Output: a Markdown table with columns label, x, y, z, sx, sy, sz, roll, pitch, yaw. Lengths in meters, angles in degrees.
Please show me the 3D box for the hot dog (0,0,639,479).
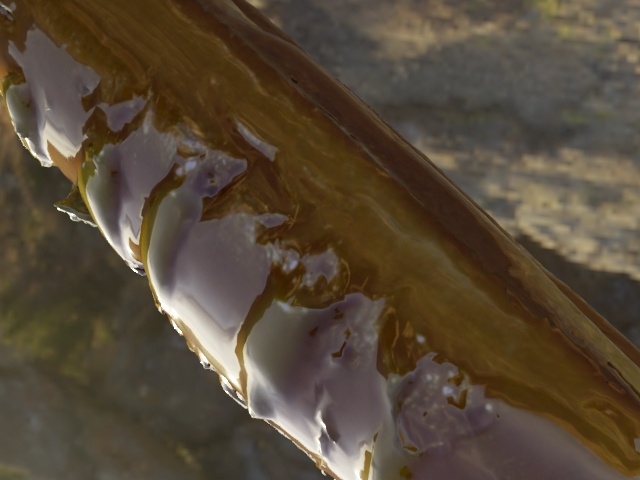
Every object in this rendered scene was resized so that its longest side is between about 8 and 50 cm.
| label | x | y | z | sx | sy | sz | roll | pitch | yaw |
| --- | --- | --- | --- | --- | --- | --- | --- | --- | --- |
| hot dog | 0.000 | 0.000 | 0.429 | 0.269 | 0.072 | 0.115 | 44 | -167 | 30 |
